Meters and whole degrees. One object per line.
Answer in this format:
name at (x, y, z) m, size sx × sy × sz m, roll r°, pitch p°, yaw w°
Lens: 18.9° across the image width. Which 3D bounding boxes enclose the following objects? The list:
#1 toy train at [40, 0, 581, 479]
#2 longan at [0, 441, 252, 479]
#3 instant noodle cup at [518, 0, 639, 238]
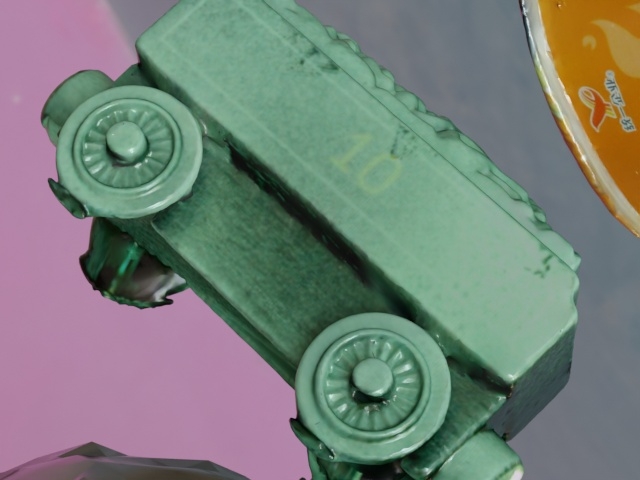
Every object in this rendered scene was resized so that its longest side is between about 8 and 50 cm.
toy train at (0.000, 0.000, 0.522) m, size 0.172 × 0.099 × 0.070 m, roll 42°, pitch 166°, yaw 18°
longan at (-0.090, 0.299, 0.690) m, size 0.404 × 0.404 × 0.436 m, roll 47°, pitch 127°, yaw 26°
instant noodle cup at (0.206, -0.111, 0.713) m, size 0.182 × 0.230 × 0.230 m, roll -2°, pitch 125°, yaw 40°
